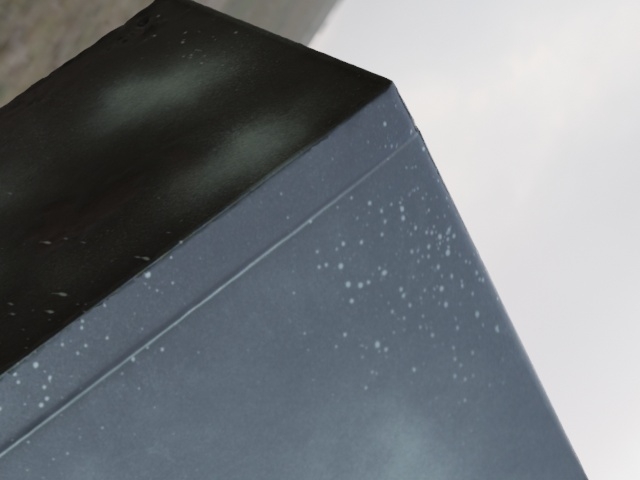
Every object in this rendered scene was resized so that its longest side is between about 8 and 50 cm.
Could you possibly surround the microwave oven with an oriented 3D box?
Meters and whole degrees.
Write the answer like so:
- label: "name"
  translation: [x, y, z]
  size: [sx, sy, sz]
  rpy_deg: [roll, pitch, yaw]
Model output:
- label: "microwave oven"
  translation: [-0.121, 0.149, 0.717]
  size: [0.432, 0.374, 0.236]
  rpy_deg: [-37, -150, -14]
